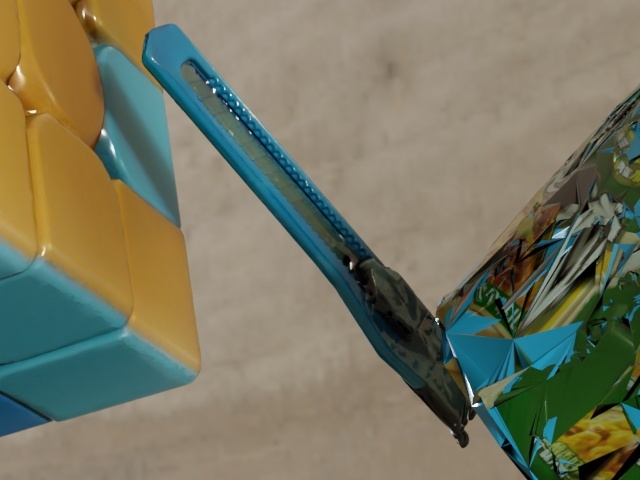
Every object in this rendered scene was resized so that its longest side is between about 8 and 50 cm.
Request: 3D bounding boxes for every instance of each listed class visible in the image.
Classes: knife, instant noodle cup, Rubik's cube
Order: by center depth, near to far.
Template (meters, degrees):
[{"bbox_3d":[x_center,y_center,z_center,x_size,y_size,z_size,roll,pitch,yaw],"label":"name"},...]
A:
[{"bbox_3d":[0.173,0.042,0.827,0.178,0.240,0.240,-41,-20,13],"label":"instant noodle cup"},{"bbox_3d":[0.001,0.000,0.972,0.026,0.044,0.296,-12,-54,51],"label":"knife"},{"bbox_3d":[-0.263,-0.055,0.976,0.290,0.291,0.292,-18,-27,14],"label":"Rubik's cube"}]
